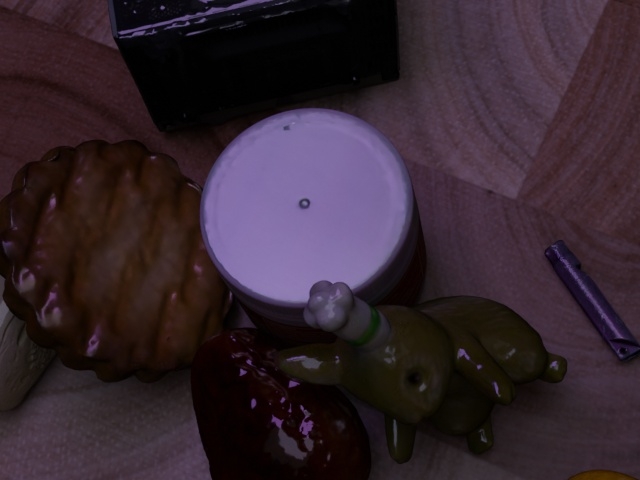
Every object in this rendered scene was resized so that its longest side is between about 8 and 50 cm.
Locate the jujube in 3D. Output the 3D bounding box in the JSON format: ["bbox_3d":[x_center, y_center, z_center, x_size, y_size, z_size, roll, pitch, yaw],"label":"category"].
[{"bbox_3d":[-0.055,0.223,1.340,0.190,0.190,0.255,-31,62,-3],"label":"jujube"}]

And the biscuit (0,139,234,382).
[{"bbox_3d":[-0.259,0.026,1.419,0.326,0.107,0.325,17,59,-31],"label":"biscuit"}]

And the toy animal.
[{"bbox_3d":[0.104,0.147,1.257,0.181,0.363,0.180,-45,62,32],"label":"toy animal"}]

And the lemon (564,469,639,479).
[{"bbox_3d":[0.326,0.316,1.273,0.155,0.114,0.114,20,73,17],"label":"lemon"}]

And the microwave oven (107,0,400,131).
[{"bbox_3d":[-0.086,-0.307,1.501,0.355,0.286,0.218,-12,68,0],"label":"microwave oven"}]

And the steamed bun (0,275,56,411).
[{"bbox_3d":[-0.437,0.085,1.468,0.200,0.155,0.250,19,70,16],"label":"steamed bun"}]

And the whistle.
[{"bbox_3d":[0.339,0.074,1.410,0.033,0.033,0.176,-30,67,-3],"label":"whistle"}]

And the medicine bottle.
[{"bbox_3d":[0.000,0.000,1.383,0.253,0.241,0.252,-3,68,7],"label":"medicine bottle"}]
